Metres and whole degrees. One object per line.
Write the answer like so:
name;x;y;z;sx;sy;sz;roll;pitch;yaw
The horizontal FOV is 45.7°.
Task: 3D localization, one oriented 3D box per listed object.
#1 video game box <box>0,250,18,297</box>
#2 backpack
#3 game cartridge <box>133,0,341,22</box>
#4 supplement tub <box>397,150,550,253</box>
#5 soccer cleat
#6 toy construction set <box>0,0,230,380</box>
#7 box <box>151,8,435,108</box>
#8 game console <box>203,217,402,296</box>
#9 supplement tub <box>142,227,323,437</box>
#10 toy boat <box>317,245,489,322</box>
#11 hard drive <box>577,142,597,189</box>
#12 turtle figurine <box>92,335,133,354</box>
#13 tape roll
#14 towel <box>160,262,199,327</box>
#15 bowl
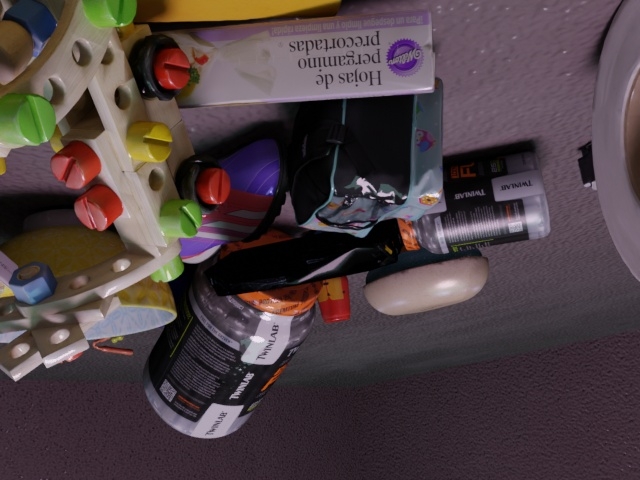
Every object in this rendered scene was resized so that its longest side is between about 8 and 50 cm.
video game box;-0.461;0.031;0.812;0.205;0.048;0.187;-13;152;-1
backpack;0.039;-0.088;0.761;0.145;0.165;0.188;7;163;-21
game cartridge;-0.126;-0.232;0.460;0.324;0.052;0.285;-5;163;-10
supplement tub;0.202;-0.046;1.015;0.191;0.116;0.117;-10;162;13
soccer cleat;-0.148;-0.045;0.946;0.117;0.108;0.318;11;159;-31
toy construction set;-0.177;-0.046;0.536;0.151;0.215;0.327;17;133;18
box;-0.068;-0.145;0.634;0.324;0.063;0.067;-2;-170;8
game console;0.000;0.000;0.977;0.213;0.043;0.361;-11;-172;11
supplement tub;-0.142;0.150;1.236;0.207;0.207;0.338;7;132;-33
toy boat;0.126;0.049;1.295;0.319;0.148;0.267;-4;169;-29
hard drive;0.516;-0.138;0.912;0.237;0.064;0.339;4;161;-26
turtle figurine;-0.376;0.087;1.286;0.217;0.087;0.269;-27;121;36
tape roll;0.335;-0.090;0.640;0.100;0.286;0.286;-4;162;-4
towel;-0.285;0.103;1.408;0.308;0.076;0.228;-20;158;39
bowl;-0.354;0.046;1.065;0.290;0.155;0.289;-7;165;-2
